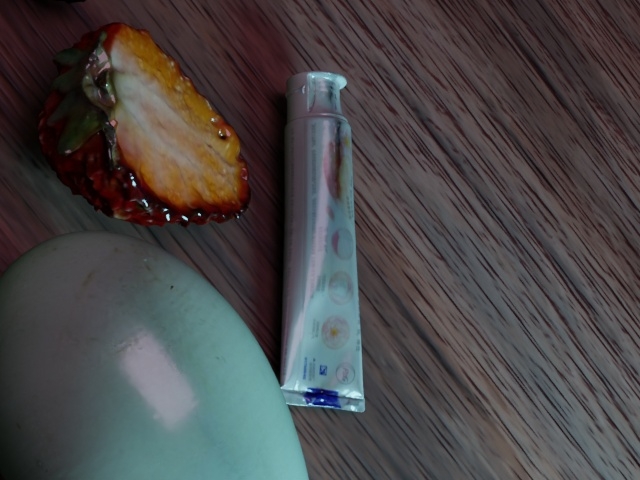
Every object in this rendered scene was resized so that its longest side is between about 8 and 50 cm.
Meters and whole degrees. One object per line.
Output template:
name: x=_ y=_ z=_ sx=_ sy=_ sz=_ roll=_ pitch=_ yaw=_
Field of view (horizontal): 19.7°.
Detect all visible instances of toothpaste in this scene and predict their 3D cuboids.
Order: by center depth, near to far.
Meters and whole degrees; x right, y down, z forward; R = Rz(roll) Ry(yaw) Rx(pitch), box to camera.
toothpaste: x=0.000 y=0.000 z=1.752 sx=0.100 sy=0.066 sz=0.323 roll=11 pitch=70 yaw=-37

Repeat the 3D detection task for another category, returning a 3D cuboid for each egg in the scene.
egg: x=-0.136 y=0.164 z=1.484 sx=0.230 sy=0.230 sz=0.371 roll=-36 pitch=101 yaw=-39

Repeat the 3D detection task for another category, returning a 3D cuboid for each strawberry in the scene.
strawberry: x=-0.168 y=-0.078 z=1.649 sx=0.236 sy=0.111 sz=0.190 roll=36 pitch=40 yaw=-47

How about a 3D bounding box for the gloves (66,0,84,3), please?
gloves: x=-0.183 y=-0.365 z=1.715 sx=0.141 sy=0.154 sz=0.331 roll=44 pitch=60 yaw=-15
